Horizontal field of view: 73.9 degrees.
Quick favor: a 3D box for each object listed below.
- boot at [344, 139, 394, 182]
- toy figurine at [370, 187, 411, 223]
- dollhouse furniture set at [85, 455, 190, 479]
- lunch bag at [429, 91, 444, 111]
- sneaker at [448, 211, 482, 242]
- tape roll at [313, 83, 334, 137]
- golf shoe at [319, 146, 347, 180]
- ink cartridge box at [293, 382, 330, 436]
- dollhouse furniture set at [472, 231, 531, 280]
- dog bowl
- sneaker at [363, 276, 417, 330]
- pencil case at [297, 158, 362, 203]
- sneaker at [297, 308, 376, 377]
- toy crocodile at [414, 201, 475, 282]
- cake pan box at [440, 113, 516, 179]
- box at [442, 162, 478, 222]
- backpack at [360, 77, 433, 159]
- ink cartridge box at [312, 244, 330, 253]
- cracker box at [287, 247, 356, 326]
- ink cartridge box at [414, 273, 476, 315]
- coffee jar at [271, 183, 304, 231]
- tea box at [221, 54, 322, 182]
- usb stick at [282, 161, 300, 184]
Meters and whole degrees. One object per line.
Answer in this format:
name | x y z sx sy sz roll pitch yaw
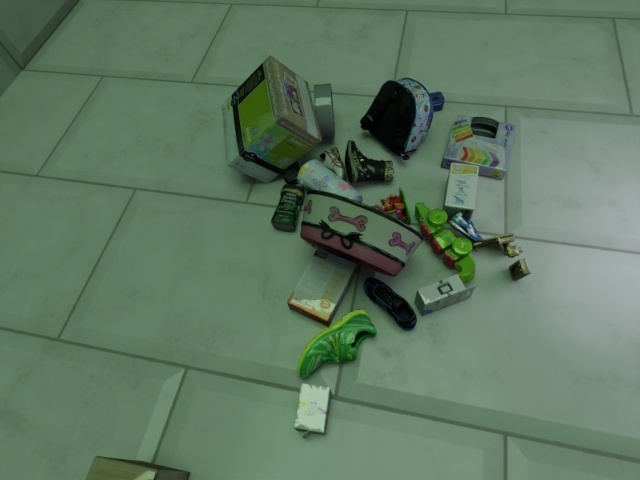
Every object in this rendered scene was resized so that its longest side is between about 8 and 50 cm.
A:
boot | 0.194 -0.317 1.725 0.178 0.085 0.237 1 48 -6
toy figurine | 0.241 -0.118 1.592 0.159 0.130 0.173 -15 37 8
dollhouse furniture set | -0.500 0.774 1.055 0.361 0.257 0.395 7 61 10
lunch bag | 0.490 -0.610 1.866 0.098 0.065 0.067 -14 59 -3
sneaker | 0.525 -0.044 1.508 0.144 0.053 0.059 35 92 -12
tape roll | 0.018 -0.541 1.788 0.072 0.219 0.219 -4 60 5
golf shoe | 0.054 -0.301 1.736 0.085 0.068 0.186 -18 51 0
ink cartridge box | -0.022 0.508 1.255 0.089 0.092 0.143 5 62 8
dollhouse furniture set | 0.601 0.063 1.434 0.123 0.144 0.151 -13 74 4
dog bowl | 0.115 -0.012 1.385 0.407 0.408 0.151 22 86 18
sneaker | 0.231 0.195 1.410 0.081 0.090 0.232 -39 64 -16
pencil case | 0.034 -0.202 1.647 0.273 0.114 0.124 40 48 23
sneaker | 0.053 0.335 1.337 0.295 0.109 0.123 -35 59 -14
toy crocodile | 0.428 0.000 1.489 0.105 0.115 0.341 -27 61 -9
cake pan box | 0.641 -0.385 1.720 0.245 0.070 0.267 18 63 13
box | 0.517 -0.173 1.580 0.103 0.114 0.203 10 62 13
backpack | 0.331 -0.510 1.712 0.213 0.264 0.276 -30 60 -30
ink cartridge box | 0.000 0.000 1.585 0.115 0.029 0.063 28 67 21
cracker box | 0.009 0.158 1.470 0.155 0.067 0.232 22 66 17
ink cartridge box | 0.406 0.175 1.396 0.180 0.104 0.060 -20 59 -6
coffee jar | -0.122 -0.131 1.645 0.096 0.079 0.185 8 61 10
tea box | -0.203 -0.468 1.682 0.323 0.219 0.329 -31 56 33
usb stick | -0.147 -0.350 1.794 0.077 0.045 0.278 -20 60 -3
